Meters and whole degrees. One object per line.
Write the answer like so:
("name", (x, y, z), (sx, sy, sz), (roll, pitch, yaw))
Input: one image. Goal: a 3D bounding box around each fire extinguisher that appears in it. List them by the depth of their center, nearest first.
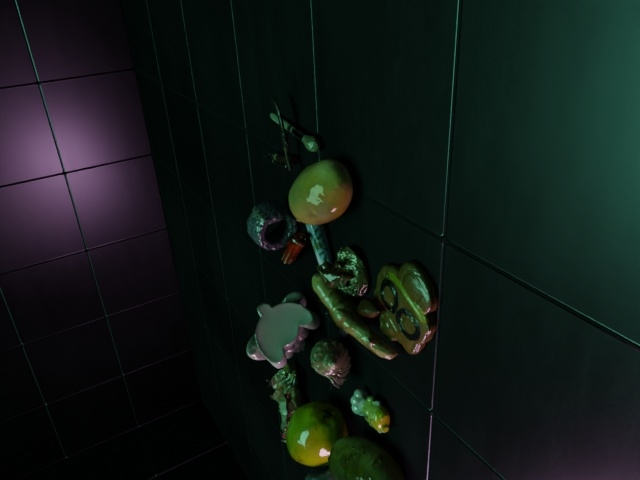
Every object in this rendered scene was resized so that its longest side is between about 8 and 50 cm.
("fire extinguisher", (-0.116, -0.246, 1.687), (0.049, 0.035, 0.173), (41, 170, -32))

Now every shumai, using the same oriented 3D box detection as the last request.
("shumai", (0.070, 0.098, 1.484), (0.123, 0.105, 0.139), (27, 155, 51))

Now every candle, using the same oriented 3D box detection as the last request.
("candle", (-0.087, 0.027, 1.723), (0.051, 0.048, 0.329), (37, 162, 0))

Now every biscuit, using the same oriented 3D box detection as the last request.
("biscuit", (0.195, 0.162, 1.328), (0.208, 0.041, 0.290), (58, 150, 28))

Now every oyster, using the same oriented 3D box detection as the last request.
("oyster", (-0.136, 0.629, 2.173), (0.198, 0.133, 0.336), (36, 134, 54))

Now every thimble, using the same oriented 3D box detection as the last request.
("thimble", (-0.155, -0.048, 1.753), (0.098, 0.150, 0.150), (45, 143, 48))

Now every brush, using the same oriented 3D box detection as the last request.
("brush", (-0.078, -0.320, 1.563), (0.299, 0.039, 0.042), (46, 155, 47))

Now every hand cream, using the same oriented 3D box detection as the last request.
("hand cream", (0.000, 0.000, 1.604), (0.088, 0.055, 0.255), (15, 126, 59))

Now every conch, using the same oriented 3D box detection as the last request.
("conch", (0.027, 0.377, 1.693), (0.207, 0.130, 0.155), (159, 105, -78))

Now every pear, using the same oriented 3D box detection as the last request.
("pear", (-0.015, 0.663, 1.872), (0.212, 0.213, 0.269), (54, 136, 32))

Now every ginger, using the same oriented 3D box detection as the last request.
("ginger", (0.084, 0.214, 1.499), (0.333, 0.081, 0.147), (46, 168, 46))

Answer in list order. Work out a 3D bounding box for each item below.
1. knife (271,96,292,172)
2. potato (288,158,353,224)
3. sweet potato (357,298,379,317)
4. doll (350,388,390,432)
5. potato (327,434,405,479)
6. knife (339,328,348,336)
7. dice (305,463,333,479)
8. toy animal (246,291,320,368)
("knife", (-0.103, -0.300, 1.564), (0.045, 0.021, 0.222), (29, 136, 63))
("potato", (-0.002, -0.120, 1.436), (0.150, 0.146, 0.234), (43, 154, -9))
("sweet potato", (0.127, 0.173, 1.379), (0.117, 0.049, 0.049), (179, 74, -76))
("doll", (0.147, 0.504, 1.617), (0.162, 0.062, 0.106), (22, 121, 59))
("potato", (0.138, 0.709, 1.643), (0.307, 0.173, 0.210), (26, 131, 52))
("knife", (0.075, 0.246, 1.643), (0.031, 0.018, 0.121), (43, 140, 42))
("dice", (0.067, 0.848, 1.857), (0.183, 0.182, 0.182), (-39, 71, 61))
("toy animal", (-0.134, 0.307, 1.895), (0.206, 0.271, 0.265), (38, 171, 7))
